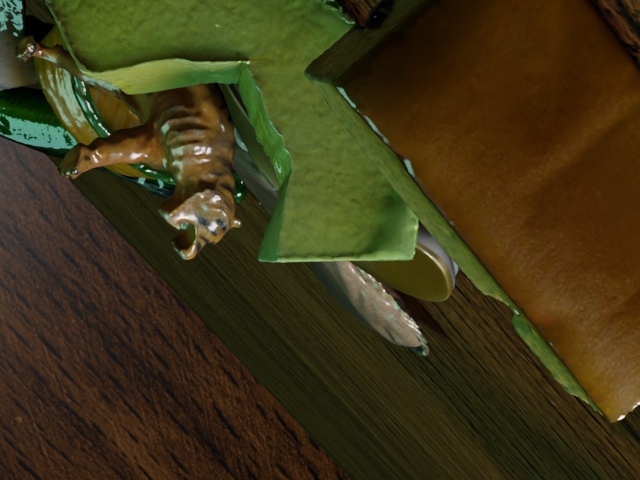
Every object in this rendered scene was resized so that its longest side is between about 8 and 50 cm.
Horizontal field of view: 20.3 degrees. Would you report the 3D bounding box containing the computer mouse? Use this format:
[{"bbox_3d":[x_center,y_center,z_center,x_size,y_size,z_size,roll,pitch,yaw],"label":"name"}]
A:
[{"bbox_3d":[0.003,-0.032,1.083,0.199,0.045,0.102,42,169,22],"label":"computer mouse"}]

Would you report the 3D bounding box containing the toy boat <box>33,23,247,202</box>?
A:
[{"bbox_3d":[-0.146,-0.106,1.415,0.088,0.089,0.229,-11,134,32],"label":"toy boat"}]

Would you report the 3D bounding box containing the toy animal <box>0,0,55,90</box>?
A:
[{"bbox_3d":[-0.254,-0.151,1.518,0.197,0.160,0.272,41,178,16],"label":"toy animal"}]

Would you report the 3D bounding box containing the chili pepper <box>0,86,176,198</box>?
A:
[{"bbox_3d":[-0.212,-0.094,1.637,0.216,0.062,0.108,20,168,4],"label":"chili pepper"}]

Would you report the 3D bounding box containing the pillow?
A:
[{"bbox_3d":[0.001,0.000,1.310,0.211,0.034,0.135,51,174,-27],"label":"pillow"}]

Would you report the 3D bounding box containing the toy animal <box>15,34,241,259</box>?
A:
[{"bbox_3d":[-0.119,-0.112,1.200,0.116,0.114,0.255,28,-159,-35],"label":"toy animal"}]

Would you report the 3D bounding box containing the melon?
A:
[{"bbox_3d":[-0.031,-0.068,0.832,0.209,0.118,0.064,57,-174,3],"label":"melon"}]

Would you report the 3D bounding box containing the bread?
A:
[{"bbox_3d":[0.095,-0.001,0.607,0.226,0.088,0.049,50,169,-22],"label":"bread"}]
